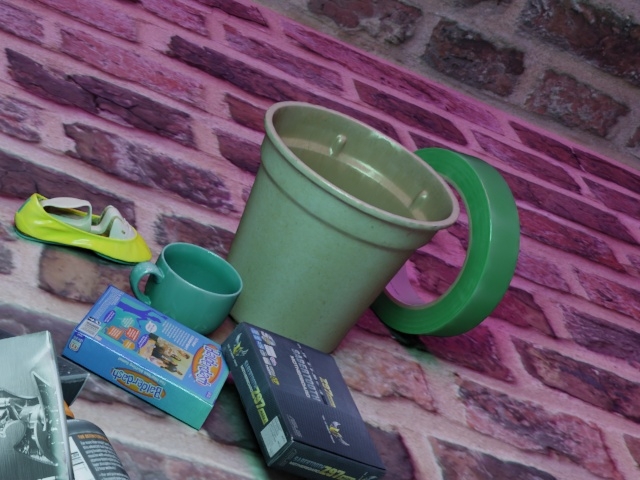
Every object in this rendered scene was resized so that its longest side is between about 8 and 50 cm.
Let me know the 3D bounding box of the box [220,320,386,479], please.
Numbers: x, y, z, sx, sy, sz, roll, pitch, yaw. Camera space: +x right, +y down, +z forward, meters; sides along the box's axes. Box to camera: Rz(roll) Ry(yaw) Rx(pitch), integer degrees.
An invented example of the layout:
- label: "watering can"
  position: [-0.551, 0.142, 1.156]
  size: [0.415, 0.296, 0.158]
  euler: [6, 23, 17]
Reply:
- label: "box"
  position: [-0.025, 0.230, 1.839]
  size: [0.183, 0.059, 0.232]
  euler: [26, 26, -38]

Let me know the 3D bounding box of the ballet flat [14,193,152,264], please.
- label: "ballet flat"
  position: [-0.346, -0.021, 2.015]
  size: [0.231, 0.077, 0.077]
  euler: [15, 26, -31]

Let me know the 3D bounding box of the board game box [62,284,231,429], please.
- label: "board game box"
  position: [-0.229, 0.156, 1.826]
  size: [0.210, 0.047, 0.160]
  euler: [29, 22, -1]

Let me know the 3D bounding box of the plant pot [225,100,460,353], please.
- label: "plant pot"
  position: [0.000, 0.000, 2.085]
  size: [0.334, 0.305, 0.334]
  euler: [24, 24, -11]

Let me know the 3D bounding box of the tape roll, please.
- label: "tape roll"
  position: [0.196, 0.004, 2.285]
  size: [0.077, 0.321, 0.321]
  euler: [9, 30, -39]

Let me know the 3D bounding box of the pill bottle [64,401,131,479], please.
- label: "pill bottle"
  position: [-0.258, 0.278, 1.399]
  size: [0.130, 0.130, 0.245]
  euler: [3, 43, -47]

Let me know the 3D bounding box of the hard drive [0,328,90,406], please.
- label: "hard drive"
  position: [-0.406, 0.142, 1.535]
  size: [0.255, 0.054, 0.172]
  euler: [17, 12, 40]

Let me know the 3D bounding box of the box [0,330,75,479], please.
- label: "box"
  position: [-0.368, 0.202, 1.333]
  size: [0.231, 0.056, 0.183]
  euler: [-10, 61, -6]

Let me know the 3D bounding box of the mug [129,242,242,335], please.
- label: "mug"
  position: [-0.205, 0.074, 1.960]
  size: [0.158, 0.097, 0.129]
  euler: [26, 24, -8]
